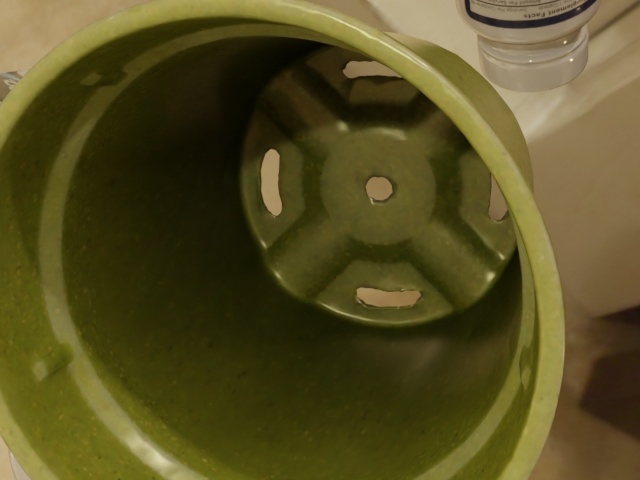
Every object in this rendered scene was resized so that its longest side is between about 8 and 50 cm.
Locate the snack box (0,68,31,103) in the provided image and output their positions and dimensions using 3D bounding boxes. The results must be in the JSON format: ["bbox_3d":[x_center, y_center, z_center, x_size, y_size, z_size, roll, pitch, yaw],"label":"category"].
[{"bbox_3d":[-0.288,-0.072,1.365,0.060,0.322,0.187,28,105,7],"label":"snack box"}]

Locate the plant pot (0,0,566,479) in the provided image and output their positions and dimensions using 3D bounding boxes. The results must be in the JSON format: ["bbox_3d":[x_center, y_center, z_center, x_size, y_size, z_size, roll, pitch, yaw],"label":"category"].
[{"bbox_3d":[0.000,0.000,0.716,0.276,0.254,0.276,5,107,15],"label":"plant pot"}]

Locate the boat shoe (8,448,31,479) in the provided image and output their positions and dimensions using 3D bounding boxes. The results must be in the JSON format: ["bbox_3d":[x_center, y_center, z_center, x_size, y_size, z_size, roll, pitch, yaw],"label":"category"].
[{"bbox_3d":[-0.214,0.236,1.161,0.066,0.063,0.184,-24,94,-13],"label":"boat shoe"}]

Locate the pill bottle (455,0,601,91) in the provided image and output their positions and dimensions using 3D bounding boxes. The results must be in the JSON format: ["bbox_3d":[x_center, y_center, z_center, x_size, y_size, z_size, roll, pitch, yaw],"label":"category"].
[{"bbox_3d":[0.150,-0.208,1.037,0.112,0.187,0.112,-7,41,6],"label":"pill bottle"}]
